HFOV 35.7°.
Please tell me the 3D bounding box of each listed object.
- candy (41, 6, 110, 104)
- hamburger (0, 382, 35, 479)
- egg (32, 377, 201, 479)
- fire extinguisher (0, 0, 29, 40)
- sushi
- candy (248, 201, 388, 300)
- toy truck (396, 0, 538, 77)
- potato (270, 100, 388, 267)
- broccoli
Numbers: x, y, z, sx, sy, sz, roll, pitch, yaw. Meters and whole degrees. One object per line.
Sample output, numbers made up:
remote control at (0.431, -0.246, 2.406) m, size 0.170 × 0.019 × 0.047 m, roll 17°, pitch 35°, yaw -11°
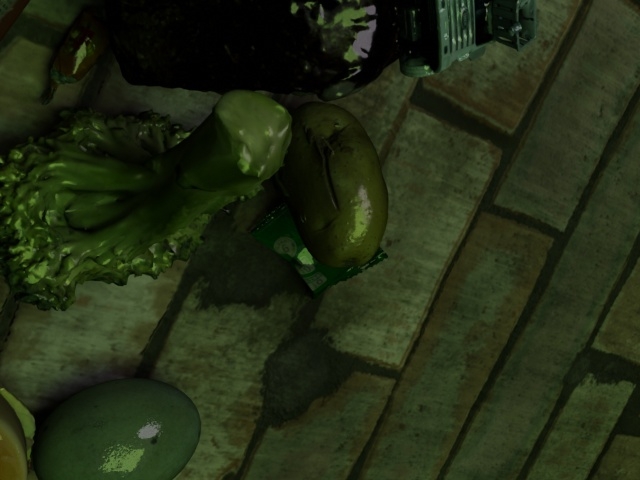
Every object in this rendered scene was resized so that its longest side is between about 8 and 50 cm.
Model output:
candy at (-0.280, -0.237, 1.184) m, size 0.046 × 0.053 × 0.182 m, roll 39°, pitch 86°, yaw -35°
hamburger at (-0.502, 0.277, 1.212) m, size 0.301 × 0.170 × 0.302 m, roll -13°, pitch 116°, yaw -28°
egg at (-0.278, 0.277, 1.373) m, size 0.236 × 0.169 × 0.169 m, roll -11°, pitch 119°, yaw -32°
fire extinguisher at (-0.407, -0.272, 1.055) m, size 0.200 × 0.113 × 0.376 m, roll 34°, pitch 89°, yaw 0°
sushi at (-0.075, -0.276, 1.121) m, size 0.348 × 0.234 × 0.208 m, roll 1°, pitch 119°, yaw 11°
candy at (0.003, 0.000, 1.499) m, size 0.141 × 0.078 × 0.203 m, roll -47°, pitch 126°, yaw -7°
toy truck at (0.120, -0.315, 1.241) m, size 0.184 × 0.338 × 0.133 m, roll -25°, pitch 126°, yaw -24°
potato at (0.010, -0.078, 1.343) m, size 0.143 × 0.248 × 0.169 m, roll -14°, pitch 153°, yaw -9°
broccoli at (-0.212, -0.051, 1.121) m, size 0.353 × 0.397 × 0.275 m, roll -44°, pitch 106°, yaw -4°
